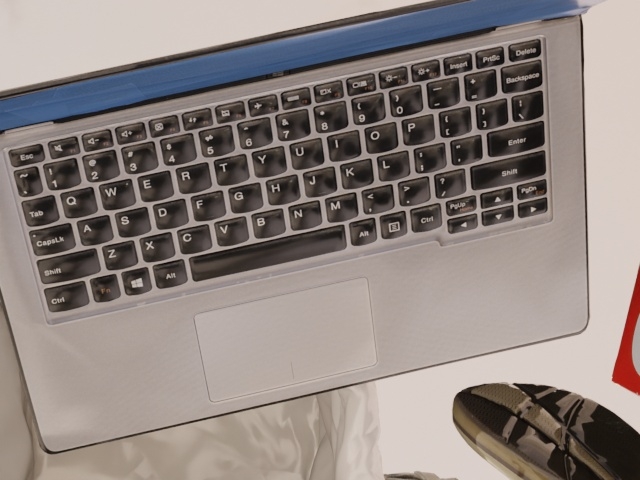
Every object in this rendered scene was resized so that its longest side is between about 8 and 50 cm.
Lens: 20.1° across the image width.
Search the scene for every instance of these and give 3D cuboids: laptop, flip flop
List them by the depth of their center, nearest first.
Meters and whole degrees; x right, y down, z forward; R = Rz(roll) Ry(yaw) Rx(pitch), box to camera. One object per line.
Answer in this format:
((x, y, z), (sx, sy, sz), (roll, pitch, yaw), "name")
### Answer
((0.000, 0.000, 1.014), (0.236, 0.382, 0.408), (-110, -170, -53), "laptop")
((0.173, 0.176, 1.042), (0.277, 0.112, 0.080), (41, -59, 30), "flip flop")

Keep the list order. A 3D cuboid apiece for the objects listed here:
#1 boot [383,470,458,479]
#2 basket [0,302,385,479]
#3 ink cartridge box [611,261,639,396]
((0.012, 0.241, 1.620), (0.189, 0.208, 0.076), (159, -63, -79), "boot")
((-0.119, 0.113, 1.369), (0.266, 0.328, 0.331), (75, 11, -79), "basket")
((0.339, 0.010, 1.045), (0.309, 0.130, 0.272), (29, -68, 54), "ink cartridge box")
